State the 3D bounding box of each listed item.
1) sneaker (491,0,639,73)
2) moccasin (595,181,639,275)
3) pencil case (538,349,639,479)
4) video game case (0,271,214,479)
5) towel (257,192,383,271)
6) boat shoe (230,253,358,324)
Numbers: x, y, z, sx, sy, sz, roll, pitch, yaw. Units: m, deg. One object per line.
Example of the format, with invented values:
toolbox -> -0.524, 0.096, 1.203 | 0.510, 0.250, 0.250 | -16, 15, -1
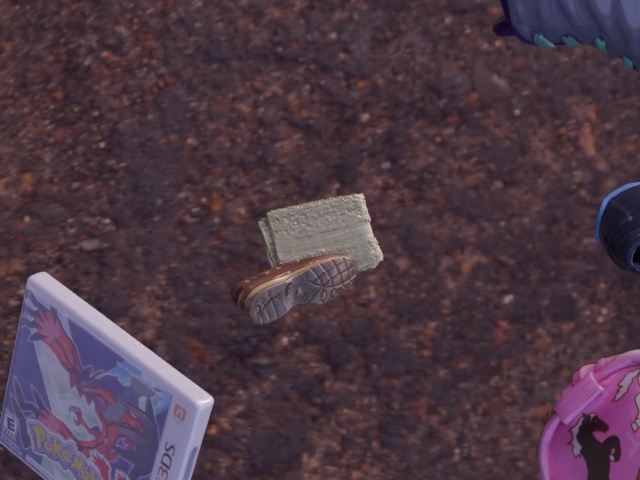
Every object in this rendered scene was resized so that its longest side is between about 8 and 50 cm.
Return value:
sneaker -> 0.137, -0.104, 0.552 | 0.224, 0.098, 0.083 | 41, 40, -2
moccasin -> 0.436, 0.010, 1.185 | 0.342, 0.117, 0.137 | -6, 113, 5
pencil case -> 0.323, 0.166, 1.047 | 0.386, 0.167, 0.160 | 4, 94, -57
video game case -> -0.187, 0.151, 1.062 | 0.023, 0.201, 0.183 | -23, 139, -50
towel -> 0.000, 0.000, 1.656 | 0.148, 0.027, 0.110 | -15, 82, -10
boat shoe -> -0.032, 0.049, 1.568 | 0.178, 0.060, 0.064 | -19, 126, -35
